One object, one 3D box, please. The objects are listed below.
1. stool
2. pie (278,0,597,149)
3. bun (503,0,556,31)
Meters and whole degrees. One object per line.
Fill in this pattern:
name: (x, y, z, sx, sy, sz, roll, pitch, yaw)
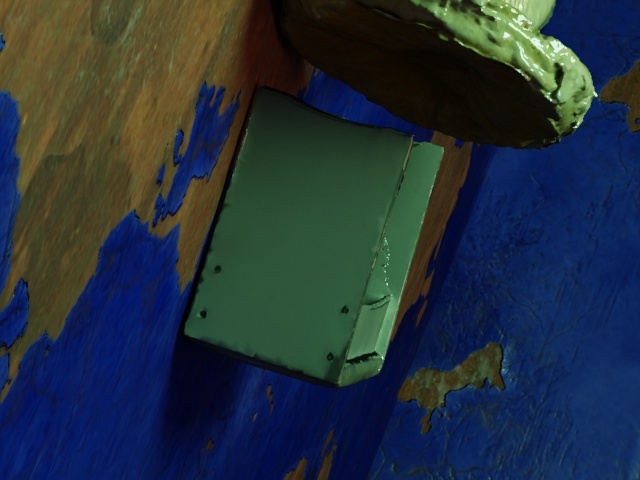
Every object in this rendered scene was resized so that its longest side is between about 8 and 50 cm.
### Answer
stool: (0.000, 0.000, 2.052, 0.243, 0.170, 0.269, 1, 107, -78)
pie: (0.111, -0.180, 1.925, 0.083, 0.339, 0.339, -65, 167, -9)
bun: (0.162, -0.377, 2.141, 0.364, 0.202, 0.364, -54, 156, -38)
